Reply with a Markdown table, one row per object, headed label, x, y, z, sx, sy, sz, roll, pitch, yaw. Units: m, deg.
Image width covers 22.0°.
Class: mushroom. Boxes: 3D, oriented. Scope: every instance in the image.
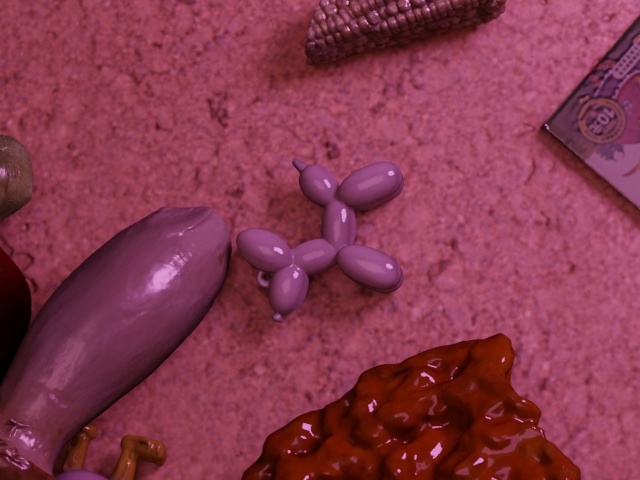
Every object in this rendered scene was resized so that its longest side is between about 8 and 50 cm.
| label | x | y | z | sx | sy | sz | roll | pitch | yaw |
| --- | --- | --- | --- | --- | --- | --- | --- | --- | --- |
| mushroom | -0.210 | 0.100 | 1.542 | 0.128 | 0.128 | 0.350 | 30 | 62 | 11 |

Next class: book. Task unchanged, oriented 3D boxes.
| label | x | y | z | sx | sy | sz | roll | pitch | yaw |
| --- | --- | --- | --- | --- | --- | --- | --- | --- | --- |
| book | 0.403 | -0.090 | 1.568 | 0.322 | 0.018 | 0.228 | 41 | 88 | 12 |

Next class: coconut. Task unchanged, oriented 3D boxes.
| label | x | y | z | sx | sy | sz | roll | pitch | yaw |
| --- | --- | --- | --- | --- | --- | --- | --- | --- | --- |
| coconut | -0.327 | -0.058 | 1.624 | 0.088 | 0.088 | 0.096 | -8 | 71 | 6 |

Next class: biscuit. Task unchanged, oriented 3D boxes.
| label | x | y | z | sx | sy | sz | roll | pitch | yaw |
| --- | --- | --- | --- | --- | --- | --- | --- | --- | --- |
| biscuit | 0.075 | 0.251 | 1.438 | 0.318 | 0.110 | 0.312 | -29 | 45 | 5 |

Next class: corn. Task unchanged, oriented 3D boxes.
| label | x | y | z | sx | sy | sz | roll | pitch | yaw |
| --- | --- | --- | --- | --- | --- | --- | --- | --- | --- |
| corn | 0.079 | -0.234 | 1.604 | 0.211 | 0.087 | 0.087 | -13 | 79 | 9 |

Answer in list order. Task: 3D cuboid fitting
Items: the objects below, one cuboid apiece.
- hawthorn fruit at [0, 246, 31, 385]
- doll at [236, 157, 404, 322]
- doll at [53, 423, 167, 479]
| label | x | y | z | sx | sy | sz | roll | pitch | yaw |
| --- | --- | --- | --- | --- | --- | --- | --- | --- | --- |
| hawthorn fruit | -0.394 | 0.057 | 1.553 | 0.215 | 0.215 | 0.250 | -44 | 70 | -2 |
| doll | 0.000 | 0.000 | 1.583 | 0.160 | 0.059 | 0.161 | 1 | 81 | 8 |
| doll | -0.251 | 0.350 | 1.537 | 0.160 | 0.094 | 0.365 | 14 | 82 | 7 |
